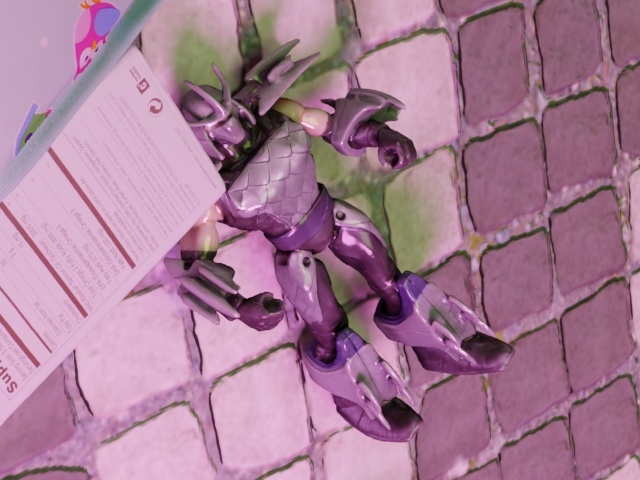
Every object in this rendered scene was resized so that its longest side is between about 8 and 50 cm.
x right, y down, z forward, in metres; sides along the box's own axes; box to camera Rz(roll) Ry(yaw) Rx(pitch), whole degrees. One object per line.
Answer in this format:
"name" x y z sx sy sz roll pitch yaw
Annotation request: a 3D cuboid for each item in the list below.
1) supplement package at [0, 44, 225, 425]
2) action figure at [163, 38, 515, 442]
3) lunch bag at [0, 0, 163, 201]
"supplement package" -0.159 -0.012 0.799 0.179 0.105 0.105 -47 128 -21
"action figure" 0.000 0.000 0.948 0.185 0.099 0.285 -46 123 -12
"lunch bag" -0.214 -0.125 0.690 0.262 0.160 0.223 -53 130 -25
